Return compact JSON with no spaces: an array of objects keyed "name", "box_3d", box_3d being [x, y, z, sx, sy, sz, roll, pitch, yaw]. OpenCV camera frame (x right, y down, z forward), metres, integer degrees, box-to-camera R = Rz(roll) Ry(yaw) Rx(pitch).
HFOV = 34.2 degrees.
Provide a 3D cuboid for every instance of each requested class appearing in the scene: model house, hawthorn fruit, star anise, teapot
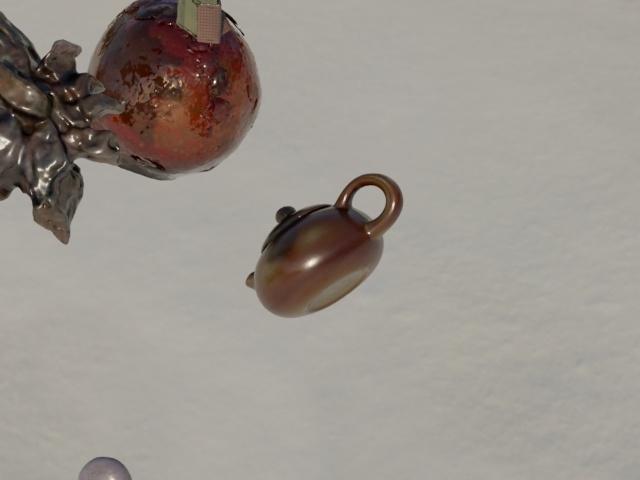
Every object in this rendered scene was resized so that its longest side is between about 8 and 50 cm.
[{"name":"model house","box_3d":[-0.128,-0.255,1.182,0.058,0.083,0.057,35,56,18]},{"name":"hawthorn fruit","box_3d":[-0.241,-0.234,1.661,0.315,0.316,0.316,-2,34,1]},{"name":"star anise","box_3d":[-0.307,-0.121,1.042,0.220,0.099,0.214,30,71,2]},{"name":"teapot","box_3d":[0.000,0.000,1.311,0.135,0.252,0.178,53,26,12]}]

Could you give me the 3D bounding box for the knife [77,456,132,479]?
[{"name":"knife","box_3d":[-0.191,0.280,0.532,0.132,0.399,0.038,43,6,-2]}]
